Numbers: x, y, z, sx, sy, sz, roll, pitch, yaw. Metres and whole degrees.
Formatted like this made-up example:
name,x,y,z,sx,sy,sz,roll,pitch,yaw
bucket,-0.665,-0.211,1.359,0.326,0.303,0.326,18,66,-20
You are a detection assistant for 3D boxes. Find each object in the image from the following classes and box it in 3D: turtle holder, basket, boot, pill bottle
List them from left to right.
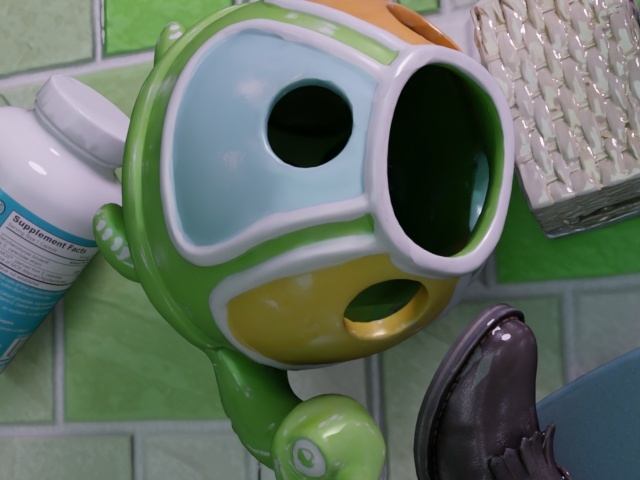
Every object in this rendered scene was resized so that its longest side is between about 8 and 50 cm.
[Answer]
name,x,y,z,sx,sy,sz,roll,pitch,yaw
pill bottle,-0.265,-0.011,0.904,0.146,0.146,0.264,45,102,22
turtle holder,-0.009,-0.016,0.700,0.227,0.243,0.320,-2,51,50
basket,0.178,-0.098,0.738,0.113,0.103,0.167,-19,76,20
boot,0.165,0.177,0.566,0.229,0.091,0.263,13,111,40

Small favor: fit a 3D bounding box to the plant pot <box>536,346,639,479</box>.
name,x,y,z,sx,sy,sz,roll,pitch,yaw
plant pot,0.230,0.141,0.659,0.234,0.166,0.165,-25,74,27
